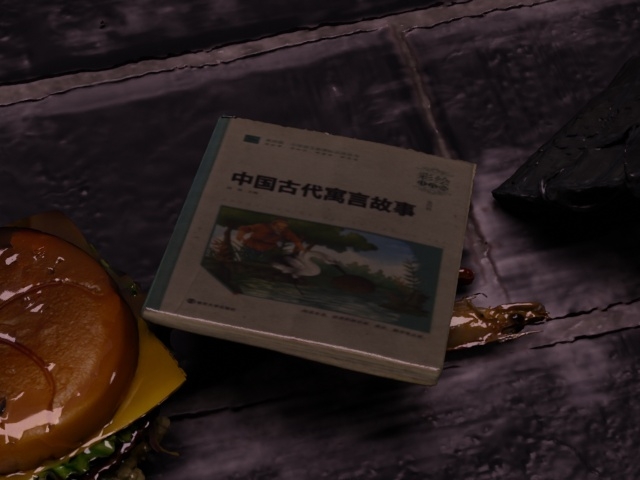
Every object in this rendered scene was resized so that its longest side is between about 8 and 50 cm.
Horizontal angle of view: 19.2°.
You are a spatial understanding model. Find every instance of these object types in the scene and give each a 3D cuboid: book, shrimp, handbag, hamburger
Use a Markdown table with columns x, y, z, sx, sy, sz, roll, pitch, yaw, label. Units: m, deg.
| x | y | z | sx | sy | sz | roll | pitch | yaw | label |
| --- | --- | --- | --- | --- | --- | --- | --- | --- | --- |
| 0.000 | 0.000 | 1.375 | 0.215 | 0.025 | 0.283 | 12 | 33 | 0 | book |
| 0.089 | 0.050 | 1.409 | 0.162 | 0.045 | 0.095 | -5 | 32 | 2 | shrimp |
| 0.255 | -0.078 | 1.401 | 0.175 | 0.270 | 0.089 | -35 | 102 | -28 | handbag |
| -0.223 | 0.097 | 1.301 | 0.243 | 0.139 | 0.262 | -23 | 57 | -19 | hamburger |
